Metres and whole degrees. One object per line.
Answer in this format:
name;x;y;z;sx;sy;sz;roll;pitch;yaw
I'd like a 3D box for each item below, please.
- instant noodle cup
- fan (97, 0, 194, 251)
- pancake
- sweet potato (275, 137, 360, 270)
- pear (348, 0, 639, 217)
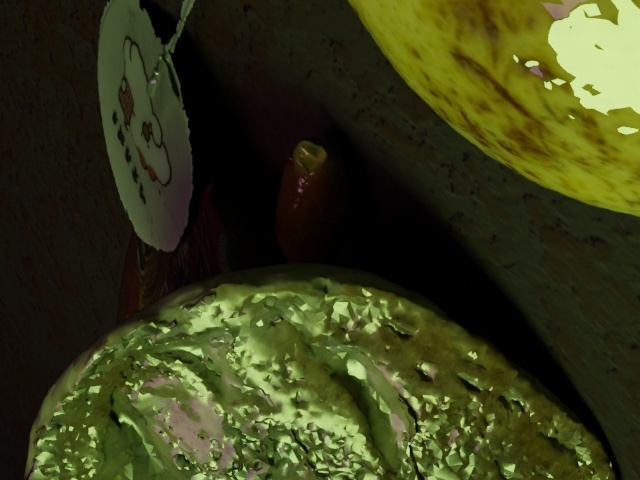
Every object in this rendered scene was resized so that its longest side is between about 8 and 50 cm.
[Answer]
instant noodle cup;-0.074;0.076;1.256;0.274;0.091;0.274;-176;90;-68
fan;-0.111;-0.115;1.174;0.190;0.009;0.329;70;155;20
pancake;-0.002;0.174;1.096;0.387;0.082;0.386;4;124;6
sweet potato;0.000;0.000;1.127;0.056;0.056;0.195;39;156;33
pear;0.104;-0.142;0.464;0.271;0.271;0.271;43;155;26
